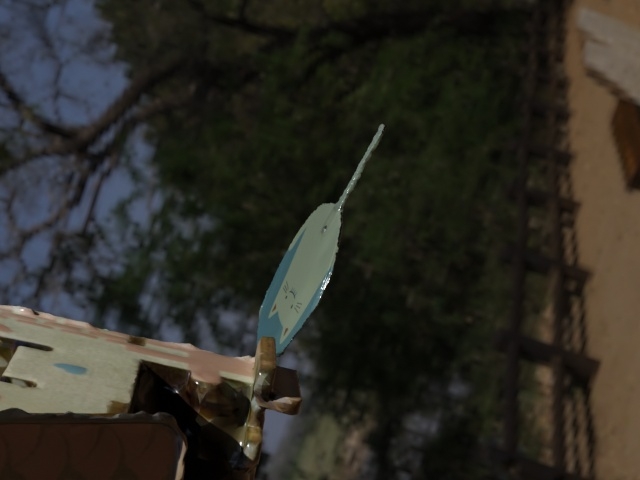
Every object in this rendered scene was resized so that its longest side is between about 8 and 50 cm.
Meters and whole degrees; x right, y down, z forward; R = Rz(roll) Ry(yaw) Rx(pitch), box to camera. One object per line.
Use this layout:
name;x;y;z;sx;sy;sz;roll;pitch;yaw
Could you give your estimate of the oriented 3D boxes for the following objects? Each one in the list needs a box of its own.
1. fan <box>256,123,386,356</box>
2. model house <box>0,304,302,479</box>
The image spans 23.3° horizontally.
fan;0.000;0.000;1.019;0.175;0.005;0.113;-62;17;13
model house;-0.170;0.099;0.495;0.244;0.326;0.169;-120;44;-82
